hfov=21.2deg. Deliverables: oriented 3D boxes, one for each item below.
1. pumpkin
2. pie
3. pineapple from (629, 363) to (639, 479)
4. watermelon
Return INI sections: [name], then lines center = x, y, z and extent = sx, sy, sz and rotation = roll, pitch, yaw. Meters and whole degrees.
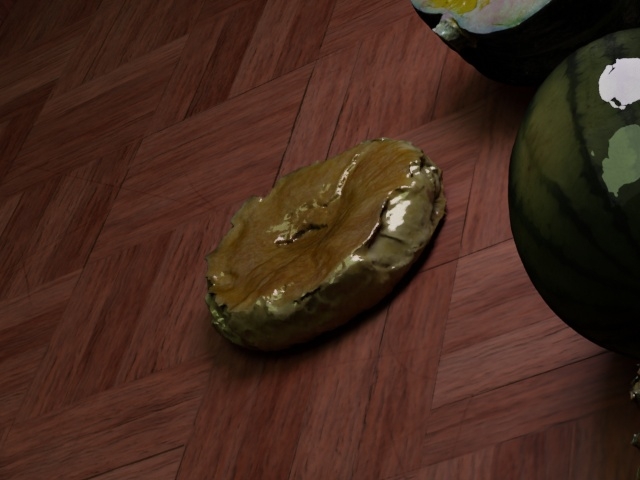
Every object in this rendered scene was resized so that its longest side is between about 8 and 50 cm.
[pumpkin]
center = 0.274, -0.297, 2.084
extent = 0.263, 0.197, 0.293
rotation = -47, 34, -1
[pie]
center = 0.000, 0.000, 2.043
extent = 0.339, 0.083, 0.339
rotation = -25, 30, 16
[pineapple]
center = 0.398, 0.110, 1.255
extent = 0.344, 0.209, 0.286
rotation = -34, 27, 0
[watermelon]
center = 0.307, -0.049, 1.540
extent = 0.279, 0.279, 0.359
rotation = -25, 35, 20
